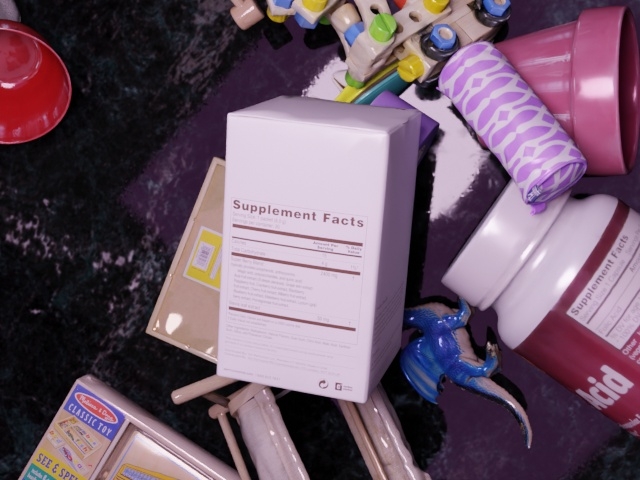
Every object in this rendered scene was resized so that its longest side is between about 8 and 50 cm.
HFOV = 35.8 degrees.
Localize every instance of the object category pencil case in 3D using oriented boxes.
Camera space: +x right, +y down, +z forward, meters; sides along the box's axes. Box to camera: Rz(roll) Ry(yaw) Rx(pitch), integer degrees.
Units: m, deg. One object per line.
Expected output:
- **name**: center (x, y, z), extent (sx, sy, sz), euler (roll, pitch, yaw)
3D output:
- **pencil case**: center (0.214, -0.130, 1.119), extent (0.086, 0.088, 0.206), euler (-14, 61, -29)

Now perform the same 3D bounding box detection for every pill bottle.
- **pill bottle**: center (0.358, 0.087, 1.194), extent (0.392, 0.224, 0.224), euler (35, 98, 6)

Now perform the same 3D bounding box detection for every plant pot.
- **plant pot**: center (0.289, -0.180, 1.218), extent (0.180, 0.201, 0.201), euler (1, 93, 24)

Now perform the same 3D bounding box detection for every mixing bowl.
- **mixing bowl**: center (-0.434, -0.232, 1.357), extent (0.181, 0.098, 0.181), euler (-7, 130, -8)

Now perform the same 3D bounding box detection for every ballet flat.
- **ballet flat**: center (0.027, -0.178, 1.315), extent (0.231, 0.077, 0.077), euler (-45, 72, 10)

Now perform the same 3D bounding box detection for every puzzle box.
- **puzzle box**: center (-0.235, 0.410, 1.397), extent (0.409, 0.052, 0.272), euler (32, 97, 7)

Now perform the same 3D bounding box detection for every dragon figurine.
- **dragon figurine**: center (0.158, 0.159, 1.299), extent (0.144, 0.085, 0.289), euler (-31, 83, 12)

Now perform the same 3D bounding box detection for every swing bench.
- **swing bench**: center (-0.013, 0.264, 1.264), extent (0.254, 0.165, 0.253), euler (-26, 69, 4)

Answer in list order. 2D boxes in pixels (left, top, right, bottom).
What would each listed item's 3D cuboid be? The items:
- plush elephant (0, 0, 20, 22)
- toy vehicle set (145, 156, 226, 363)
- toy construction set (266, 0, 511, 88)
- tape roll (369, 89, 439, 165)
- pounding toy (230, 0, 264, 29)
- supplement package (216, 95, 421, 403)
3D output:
- **plush elephant**: center (-0.508, -0.491, 1.313), extent (0.272, 0.255, 0.330), euler (7, 136, -28)
- **toy vehicle set**: center (-0.117, 0.037, 1.365), extent (0.166, 0.035, 0.267), euler (24, 97, 8)
- **toy construction set**: center (0.114, -0.313, 1.237), extent (0.328, 0.151, 0.215), euler (-38, 79, -14)
- **tape roll**: center (0.067, -0.090, 1.251), extent (0.080, 0.189, 0.189), euler (35, 98, 6)
- **pounding toy**: center (-0.106, -0.380, 1.268), extent (0.094, 0.181, 0.206), euler (-27, 88, 10)
- **supplement package**: center (0.000, 0.000, 1.097), extent (0.175, 0.177, 0.293), euler (9, 106, 15)
